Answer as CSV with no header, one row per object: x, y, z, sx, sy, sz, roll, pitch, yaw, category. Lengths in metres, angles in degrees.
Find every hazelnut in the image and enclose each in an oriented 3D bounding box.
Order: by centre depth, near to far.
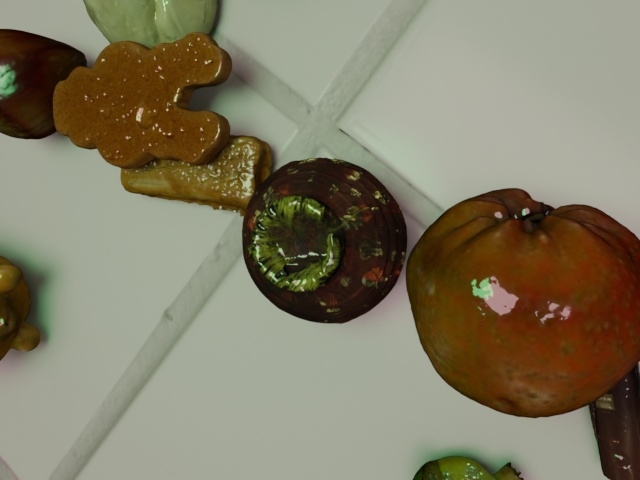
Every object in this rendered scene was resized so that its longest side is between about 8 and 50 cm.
-0.518,-0.286,0.813,0.208,0.208,0.208,1,93,17,hazelnut

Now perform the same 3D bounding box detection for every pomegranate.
0.207,0.383,0.650,0.169,0.143,0.122,-15,128,-20,pomegranate

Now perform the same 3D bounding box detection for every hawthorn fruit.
0.238,0.094,0.558,0.277,0.277,0.298,1,115,17,hawthorn fruit

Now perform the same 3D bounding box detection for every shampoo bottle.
0.391,0.195,0.607,0.068,0.067,0.236,-11,89,25,shampoo bottle

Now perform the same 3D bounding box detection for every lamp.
0.000,0.000,0.641,0.247,0.247,0.247,1,93,17,lamp

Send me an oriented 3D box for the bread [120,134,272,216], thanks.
-0.215,-0.121,0.778,0.270,0.077,0.139,8,95,17,bread

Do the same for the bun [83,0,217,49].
-0.301,-0.434,0.750,0.259,0.160,0.259,2,95,20,bun

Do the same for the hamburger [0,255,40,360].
-0.676,0.138,0.848,0.236,0.276,0.276,10,95,5,hamburger

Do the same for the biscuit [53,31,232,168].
-0.290,-0.218,0.734,0.333,0.047,0.202,1,94,18,biscuit
